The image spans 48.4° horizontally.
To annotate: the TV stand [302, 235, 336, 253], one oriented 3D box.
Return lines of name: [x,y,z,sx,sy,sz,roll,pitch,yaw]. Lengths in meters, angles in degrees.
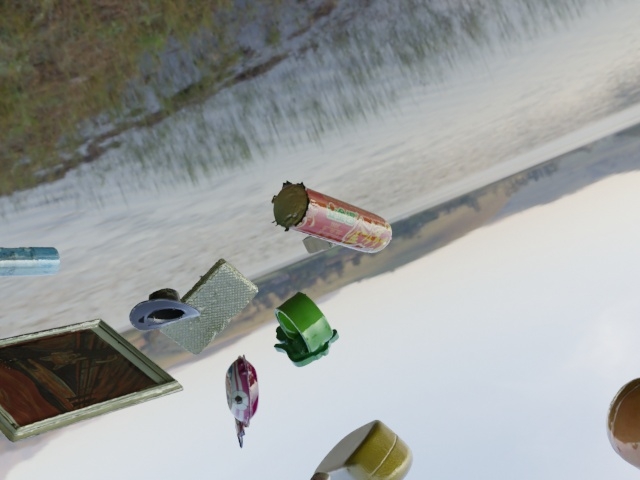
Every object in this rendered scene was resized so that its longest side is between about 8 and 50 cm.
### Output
TV stand: [0.000,0.000,1.490,0.042,0.036,0.249,-31,-177,-15]

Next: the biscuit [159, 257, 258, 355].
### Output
biscuit: [-0.237,0.142,1.511,0.199,0.121,0.040,-47,-147,-2]

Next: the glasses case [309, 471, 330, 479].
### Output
glasses case: [-0.007,0.419,1.199,0.032,0.021,0.083,1,-162,18]

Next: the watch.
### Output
watch: [-0.051,0.189,1.598,0.131,0.152,0.165,-36,-136,-16]

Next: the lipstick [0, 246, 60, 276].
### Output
lipstick: [-0.494,0.034,1.120,0.048,0.048,0.158,-23,165,38]

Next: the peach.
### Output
peach: [0.624,0.347,1.334,0.184,0.184,0.184,-22,179,0]

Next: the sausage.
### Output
sausage: [0.036,-0.030,1.174,0.083,0.083,0.264,-23,154,36]

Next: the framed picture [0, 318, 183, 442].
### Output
framed picture: [-0.358,0.181,0.995,0.216,0.016,0.273,29,-159,31]

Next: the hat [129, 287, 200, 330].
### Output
hat: [-0.264,0.110,1.196,0.121,0.050,0.121,-11,152,-6]

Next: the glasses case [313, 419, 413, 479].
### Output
glasses case: [0.110,0.539,1.705,0.173,0.141,0.371,-46,175,-27]

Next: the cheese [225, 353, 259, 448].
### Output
cheese: [-0.171,0.346,1.529,0.062,0.155,0.244,-3,129,-17]
